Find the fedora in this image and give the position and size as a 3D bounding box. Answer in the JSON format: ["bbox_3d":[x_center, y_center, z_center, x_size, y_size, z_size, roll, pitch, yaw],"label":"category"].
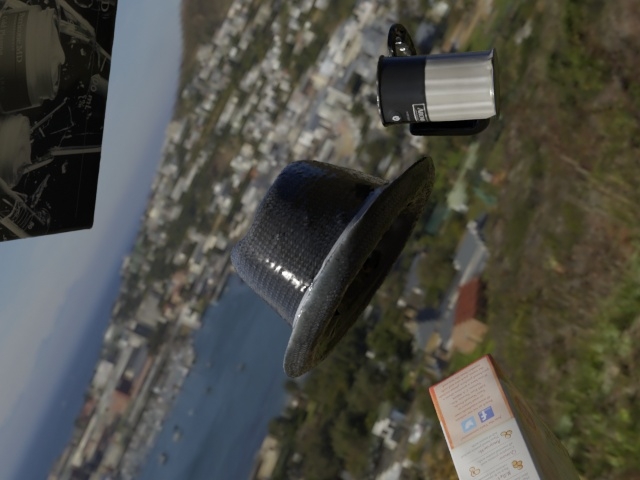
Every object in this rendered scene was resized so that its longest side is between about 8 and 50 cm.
[{"bbox_3d":[0.000,0.000,1.380,0.334,0.152,0.334,-55,-9,-14],"label":"fedora"}]

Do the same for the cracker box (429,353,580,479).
[{"bbox_3d":[0.174,0.222,0.939,0.067,0.156,0.232,-33,33,11],"label":"cracker box"}]

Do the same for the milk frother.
[{"bbox_3d":[0.141,-0.199,1.378,0.129,0.134,0.143,44,-135,-72],"label":"milk frother"}]

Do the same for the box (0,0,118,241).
[{"bbox_3d":[-0.364,-0.178,1.115,0.312,0.178,0.343,-13,-64,-58],"label":"box"}]
